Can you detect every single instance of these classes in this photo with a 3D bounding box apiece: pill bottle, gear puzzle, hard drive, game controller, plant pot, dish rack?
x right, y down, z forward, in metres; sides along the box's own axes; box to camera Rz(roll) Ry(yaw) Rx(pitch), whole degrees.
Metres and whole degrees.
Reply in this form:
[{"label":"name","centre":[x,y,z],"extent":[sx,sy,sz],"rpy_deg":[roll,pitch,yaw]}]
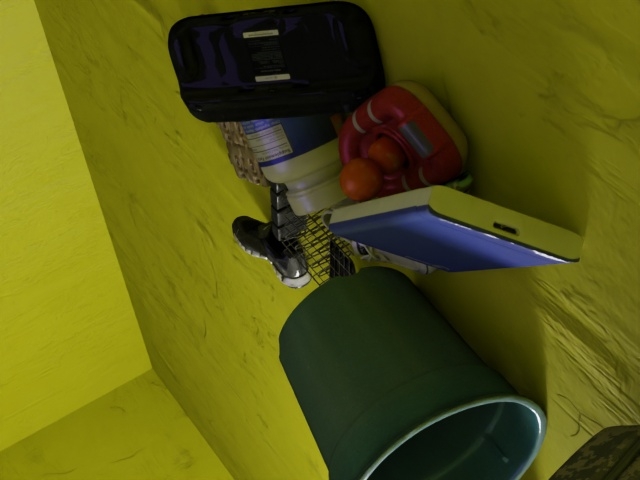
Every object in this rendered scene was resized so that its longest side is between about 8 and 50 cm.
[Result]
[{"label":"pill bottle","centre":[-0.043,-0.184,1.791],"extent":[0.272,0.152,0.152],"rpy_deg":[65,160,-12]},{"label":"gear puzzle","centre":[-0.167,-0.269,2.163],"extent":[0.175,0.044,0.338],"rpy_deg":[22,134,63]},{"label":"hard drive","centre":[0.163,-0.009,1.479],"extent":[0.319,0.210,0.040],"rpy_deg":[170,116,-70]},{"label":"game controller","centre":[-0.068,-0.254,1.644],"extent":[0.319,0.067,0.166],"rpy_deg":[-2,115,20]},{"label":"plant pot","centre":[0.113,0.239,1.757],"extent":[0.341,0.341,0.334],"rpy_deg":[84,159,-47]},{"label":"dish rack","centre":[0.000,0.000,2.058],"extent":[0.271,0.074,0.208],"rpy_deg":[49,158,29]}]

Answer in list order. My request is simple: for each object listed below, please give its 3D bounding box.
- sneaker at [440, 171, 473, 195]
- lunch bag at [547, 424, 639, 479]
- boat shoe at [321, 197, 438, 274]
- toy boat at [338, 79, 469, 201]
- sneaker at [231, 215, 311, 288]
[{"label":"sneaker","centre":[0.196,-0.054,1.547],"extent":[0.069,0.038,0.098],"rpy_deg":[61,170,-2]},{"label":"lunch bag","centre":[0.426,0.366,1.301],"extent":[0.256,0.213,0.305],"rpy_deg":[-14,105,53]},{"label":"boat shoe","centre":[0.091,0.000,1.801],"extent":[0.258,0.084,0.095],"rpy_deg":[31,144,55]},{"label":"toy boat","centre":[0.086,-0.110,1.542],"extent":[0.151,0.151,0.231],"rpy_deg":[50,161,-6]},{"label":"sneaker","centre":[-0.101,-0.004,2.298],"extent":[0.234,0.078,0.106],"rpy_deg":[40,149,38]}]
